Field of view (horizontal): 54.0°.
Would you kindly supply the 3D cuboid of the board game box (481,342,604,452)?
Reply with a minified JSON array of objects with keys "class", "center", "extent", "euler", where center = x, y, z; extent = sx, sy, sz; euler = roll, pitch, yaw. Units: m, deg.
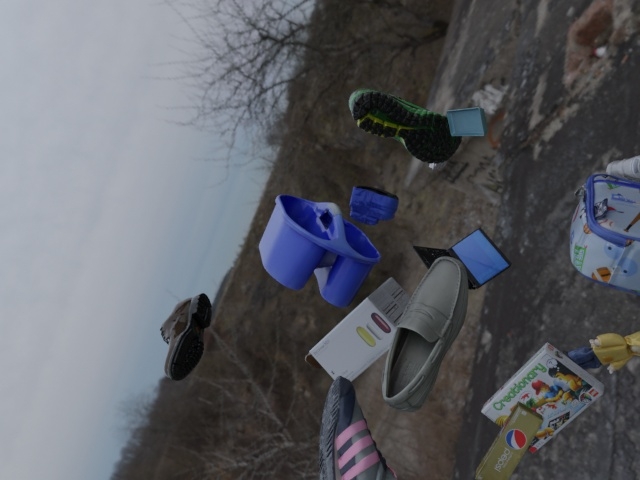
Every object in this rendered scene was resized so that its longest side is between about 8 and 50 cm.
[{"class":"board game box","center":[0.638,0.460,1.823],"extent":[0.305,0.193,0.053],"euler":[-58,-11,32]}]

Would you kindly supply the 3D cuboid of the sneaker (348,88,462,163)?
[{"class":"sneaker","center":[0.232,-0.323,1.686],"extent":[0.134,0.344,0.146],"euler":[-57,23,22]}]

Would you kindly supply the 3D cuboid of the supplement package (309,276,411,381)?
[{"class":"supplement package","center":[0.133,0.261,1.795],"extent":[0.262,0.145,0.204],"euler":[-47,-9,27]}]

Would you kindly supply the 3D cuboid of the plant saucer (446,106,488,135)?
[{"class":"plant saucer","center":[0.354,-0.287,1.521],"extent":[0.192,0.018,0.067],"euler":[-138,33,-76]}]

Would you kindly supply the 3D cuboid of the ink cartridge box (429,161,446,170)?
[{"class":"ink cartridge box","center":[0.413,-0.280,2.213],"extent":[0.083,0.028,0.048],"euler":[-22,-45,-44]}]

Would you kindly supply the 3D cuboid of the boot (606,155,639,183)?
[{"class":"boot","center":[1.006,-0.216,1.942],"extent":[0.123,0.258,0.095],"euler":[4,86,61]}]

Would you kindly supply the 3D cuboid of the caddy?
[{"class":"caddy","center":[0.000,0.000,1.428],"extent":[0.179,0.241,0.341],"euler":[-64,18,14]}]

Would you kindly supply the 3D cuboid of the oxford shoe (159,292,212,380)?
[{"class":"oxford shoe","center":[-0.308,0.217,1.378],"extent":[0.227,0.096,0.082],"euler":[-82,-25,-53]}]

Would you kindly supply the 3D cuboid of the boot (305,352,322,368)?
[{"class":"boot","center":[-0.013,0.350,1.862],"extent":[0.087,0.119,0.042],"euler":[16,83,60]}]

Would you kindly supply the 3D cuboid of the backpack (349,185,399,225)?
[{"class":"backpack","center":[0.143,-0.089,1.654],"extent":[0.098,0.120,0.101],"euler":[-35,-43,-76]}]

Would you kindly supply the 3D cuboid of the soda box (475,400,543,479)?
[{"class":"soda box","center":[0.394,0.432,1.315],"extent":[0.181,0.058,0.061],"euler":[-62,-16,5]}]

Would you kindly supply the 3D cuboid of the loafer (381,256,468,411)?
[{"class":"loafer","center":[0.203,0.176,1.219],"extent":[0.111,0.112,0.319],"euler":[37,-111,-56]}]

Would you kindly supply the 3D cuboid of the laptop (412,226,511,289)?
[{"class":"laptop","center":[0.520,0.058,2.328],"extent":[0.136,0.265,0.234],"euler":[-66,33,29]}]

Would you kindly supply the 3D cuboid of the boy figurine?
[{"class":"boy figurine","center":[0.958,0.377,2.074],"extent":[0.285,0.177,0.092],"euler":[-21,33,22]}]

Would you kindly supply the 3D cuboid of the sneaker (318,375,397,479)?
[{"class":"sneaker","center":[0.070,0.400,1.150],"extent":[0.112,0.131,0.318],"euler":[113,164,-44]}]

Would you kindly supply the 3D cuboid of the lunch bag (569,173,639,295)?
[{"class":"lunch bag","center":[0.556,-0.008,1.013],"extent":[0.243,0.304,0.114],"euler":[-55,-22,-51]}]
